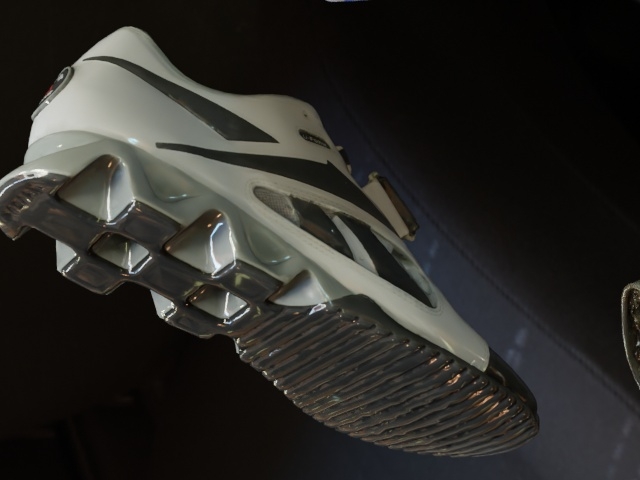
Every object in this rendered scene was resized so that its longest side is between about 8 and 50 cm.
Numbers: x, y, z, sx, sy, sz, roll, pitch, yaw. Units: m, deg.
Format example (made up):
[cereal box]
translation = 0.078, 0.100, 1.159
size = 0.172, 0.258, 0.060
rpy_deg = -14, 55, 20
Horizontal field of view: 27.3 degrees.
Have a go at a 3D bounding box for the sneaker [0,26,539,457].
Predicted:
[sneaker]
translation = 0.000, 0.000, 0.711
size = 0.331, 0.146, 0.122
rpy_deg = 35, 141, -24

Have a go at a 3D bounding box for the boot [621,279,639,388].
[boot]
translation = 0.266, 0.008, 0.788
size = 0.209, 0.189, 0.076
rpy_deg = -16, 167, -17
